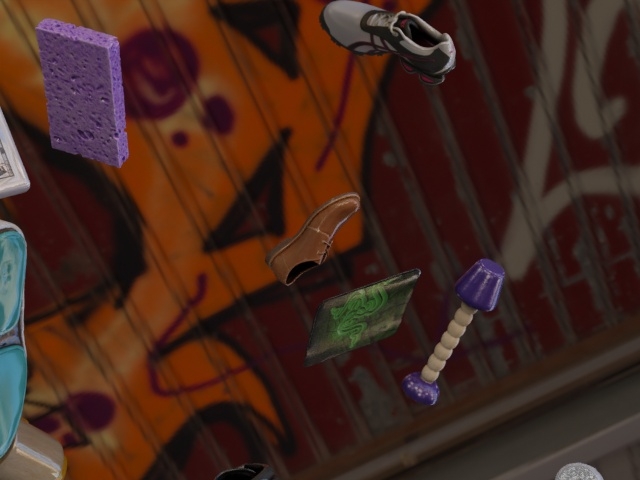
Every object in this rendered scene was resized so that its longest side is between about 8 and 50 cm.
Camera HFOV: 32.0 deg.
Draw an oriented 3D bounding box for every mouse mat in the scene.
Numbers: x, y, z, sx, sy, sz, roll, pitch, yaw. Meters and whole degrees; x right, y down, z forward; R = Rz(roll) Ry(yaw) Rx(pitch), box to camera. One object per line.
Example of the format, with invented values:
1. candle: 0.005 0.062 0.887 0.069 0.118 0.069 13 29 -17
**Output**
1. mouse mat: 0.053 0.107 1.504 0.007 0.153 0.189 62 -21 28

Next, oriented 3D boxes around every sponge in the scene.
1. sponge: -0.332 -0.204 1.566 0.210 0.117 0.031 94 21 -43

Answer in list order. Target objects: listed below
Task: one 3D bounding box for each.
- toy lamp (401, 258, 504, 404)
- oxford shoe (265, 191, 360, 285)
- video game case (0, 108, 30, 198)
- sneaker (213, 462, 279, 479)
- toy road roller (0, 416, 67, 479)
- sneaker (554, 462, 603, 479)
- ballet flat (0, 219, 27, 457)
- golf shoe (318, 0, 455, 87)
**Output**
1. toy lamp: 0.224 0.151 1.875 0.080 0.274 0.080 23 26 -12
2. oxford shoe: 0.000 0.000 1.994 0.076 0.212 0.076 27 24 -53
3. video game case: -0.474 -0.136 1.296 0.026 0.206 0.227 -40 -109 57
4. sneaker: -0.109 0.371 1.441 0.147 0.105 0.296 58 -40 3
5. toy road roller: -0.607 0.319 1.997 0.202 0.330 0.240 47 47 -48
6. sneaker: 0.324 0.413 1.400 0.091 0.094 0.258 52 47 -60
7. ballet flat: -0.534 0.151 1.745 0.139 0.139 0.400 -116 -148 -72
8. golf shoe: 0.127 -0.390 2.050 0.273 0.105 0.120 25 -21 9
